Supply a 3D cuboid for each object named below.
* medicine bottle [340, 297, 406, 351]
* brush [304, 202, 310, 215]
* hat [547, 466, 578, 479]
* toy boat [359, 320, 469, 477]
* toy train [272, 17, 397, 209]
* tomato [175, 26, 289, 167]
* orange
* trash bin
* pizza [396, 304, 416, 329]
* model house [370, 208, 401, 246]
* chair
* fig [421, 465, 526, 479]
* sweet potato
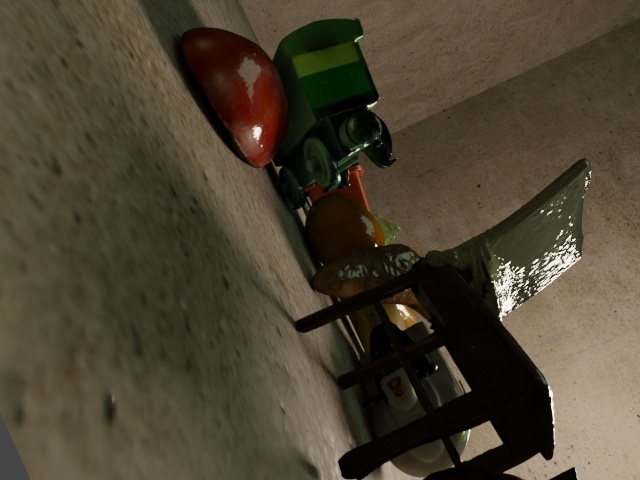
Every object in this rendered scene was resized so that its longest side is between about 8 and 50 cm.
[{"bbox_3d":[0.149,0.250,0.833,0.108,0.108,0.426,-95,162,-74],"label":"medicine bottle"},{"bbox_3d":[0.000,0.000,0.925,0.082,0.010,0.218,55,12,-64],"label":"brush"},{"bbox_3d":[0.370,0.564,0.884,0.209,0.336,0.238,29,19,10],"label":"hat"},{"bbox_3d":[0.122,0.200,0.615,0.269,0.140,0.141,-63,129,-80],"label":"toy boat"},{"bbox_3d":[-0.009,-0.166,0.633,0.202,0.120,0.301,69,-17,-4],"label":"toy train"},{"bbox_3d":[-0.082,-0.168,0.492,0.174,0.082,0.166,-104,169,-73],"label":"tomato"},{"bbox_3d":[0.040,-0.010,0.762,0.156,0.124,0.156,46,0,0],"label":"orange"},{"bbox_3d":[0.059,-0.070,1.055,0.184,0.161,0.239,14,55,-83],"label":"trash bin"},{"bbox_3d":[0.146,0.158,1.030,0.182,0.074,0.365,39,-6,19],"label":"pizza"},{"bbox_3d":[0.094,-0.019,1.292,0.189,0.195,0.214,41,-7,-6],"label":"model house"},{"bbox_3d":[0.158,0.088,0.393,0.160,0.319,0.186,61,3,-40],"label":"chair"},{"bbox_3d":[0.100,0.225,0.257,0.149,0.148,0.202,37,14,33],"label":"fig"},{"bbox_3d":[0.126,0.064,0.694,0.341,0.114,0.092,21,-1,-40],"label":"sweet potato"}]
